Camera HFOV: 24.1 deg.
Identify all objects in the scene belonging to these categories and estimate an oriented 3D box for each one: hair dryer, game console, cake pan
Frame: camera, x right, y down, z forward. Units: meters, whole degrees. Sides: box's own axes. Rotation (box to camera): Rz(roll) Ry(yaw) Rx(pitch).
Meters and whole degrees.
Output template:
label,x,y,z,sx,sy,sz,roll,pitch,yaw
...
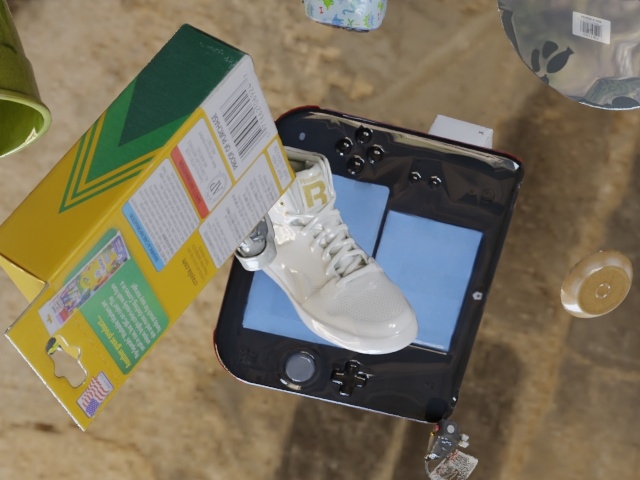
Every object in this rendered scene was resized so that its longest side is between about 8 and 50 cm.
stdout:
label,x,y,z,sx,sy,sz,roll,pitch,yaw
hair dryer,0.165,0.399,2.019,0.293,0.223,0.080,-52,179,30
game console,0.058,0.034,1.963,0.060,0.342,0.386,-84,-171,-74
cake pan,0.335,-0.273,1.796,0.054,0.293,0.293,-49,-172,-34

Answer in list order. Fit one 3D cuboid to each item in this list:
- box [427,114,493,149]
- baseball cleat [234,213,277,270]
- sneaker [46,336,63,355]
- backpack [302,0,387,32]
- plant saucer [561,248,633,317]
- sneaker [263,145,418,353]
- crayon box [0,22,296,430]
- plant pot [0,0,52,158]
label,x,y,z,sx,sy,sz,roll,pitch,yaw
box,0.196,-0.082,2.269,0.170,0.091,0.130,85,28,-53
baseball cleat,-0.082,-0.019,1.595,0.206,0.072,0.109,-39,107,-79
sneaker,-0.307,0.107,1.685,0.083,0.035,0.031,-28,132,-83
backpack,0.030,-0.300,1.815,0.114,0.105,0.084,-80,178,-69
plant saucer,0.288,0.048,1.541,0.083,0.083,0.015,-66,-149,22
sneaker,0.000,0.000,1.741,0.292,0.108,0.169,37,-34,39
crayon box,-0.168,-0.011,1.350,0.083,0.203,0.323,29,-111,26
plant pot,-0.539,-0.281,1.808,0.366,0.366,0.353,-27,-107,58
